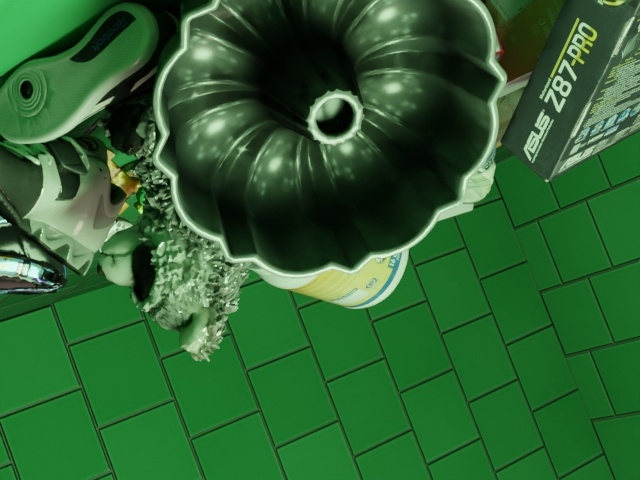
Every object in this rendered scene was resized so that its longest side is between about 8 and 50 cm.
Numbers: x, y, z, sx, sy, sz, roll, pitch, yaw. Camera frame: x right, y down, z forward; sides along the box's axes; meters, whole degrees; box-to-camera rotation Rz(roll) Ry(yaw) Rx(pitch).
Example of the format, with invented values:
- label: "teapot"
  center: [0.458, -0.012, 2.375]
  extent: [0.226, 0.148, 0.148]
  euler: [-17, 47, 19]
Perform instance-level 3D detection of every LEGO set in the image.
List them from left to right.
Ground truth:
- label: "LEGO set"
  center: [-0.252, -0.101, 1.477]
  extent: [0.227, 0.093, 0.087]
  euler: [-47, -145, -4]

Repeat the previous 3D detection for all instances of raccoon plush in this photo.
- label: "raccoon plush"
  center: [-0.040, -0.046, 1.188]
  extent: [0.446, 0.299, 0.216]
  euler: [-9, -162, 20]

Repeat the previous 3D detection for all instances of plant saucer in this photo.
- label: "plant saucer"
  center: [-0.272, -0.113, 1.693]
  extent: [0.083, 0.015, 0.083]
  euler: [-20, 176, -2]

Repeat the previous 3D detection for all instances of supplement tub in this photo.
- label: "supplement tub"
  center: [0.000, 0.000, 1.385]
  extent: [0.144, 0.144, 0.200]
  euler: [-24, 151, 35]

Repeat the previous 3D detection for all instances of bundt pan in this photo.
- label: "bundt pan"
  center: [-0.003, -0.136, 1.022]
  extent: [0.331, 0.330, 0.124]
  euler: [-21, -148, -7]

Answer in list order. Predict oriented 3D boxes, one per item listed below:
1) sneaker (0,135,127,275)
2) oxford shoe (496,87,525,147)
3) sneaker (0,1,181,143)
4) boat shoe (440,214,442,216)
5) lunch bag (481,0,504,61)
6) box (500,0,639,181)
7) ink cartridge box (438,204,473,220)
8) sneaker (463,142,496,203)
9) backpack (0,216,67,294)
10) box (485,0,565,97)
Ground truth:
- label: "sneaker"
  center: [-0.325, -0.081, 1.281]
  extent: [0.146, 0.122, 0.330]
  euler: [-54, 161, -9]
- label: "oxford shoe"
  center: [0.282, -0.236, 2.125]
  extent: [0.364, 0.130, 0.133]
  euler: [-20, 168, -25]
- label: "sneaker"
  center: [-0.207, -0.154, 1.074]
  extent: [0.217, 0.079, 0.121]
  euler: [-25, 173, 30]
- label: "boat shoe"
  center: [0.158, -0.178, 1.526]
  extent: [0.117, 0.324, 0.097]
  euler: [-2, 145, 38]
- label: "lunch bag"
  center: [0.058, -0.212, 1.358]
  extent: [0.293, 0.120, 0.258]
  euler: [-23, 175, 30]
- label: "box"
  center: [0.422, -0.269, 1.360]
  extent: [0.395, 0.097, 0.318]
  euler: [-27, 151, -36]
- label: "ink cartridge box"
  center: [0.003, -0.096, 1.665]
  extent: [0.385, 0.160, 0.279]
  euler: [-17, -160, -40]
- label: "sneaker"
  center: [0.079, -0.126, 1.324]
  extent: [0.283, 0.122, 0.110]
  euler: [1, -147, -14]
- label: "backpack"
  center: [-0.428, -0.004, 1.444]
  extent: [0.173, 0.158, 0.117]
  euler: [-4, -174, -28]
- label: "box"
  center: [0.269, -0.279, 1.459]
  extent: [0.170, 0.130, 0.091]
  euler: [-24, 175, 29]
